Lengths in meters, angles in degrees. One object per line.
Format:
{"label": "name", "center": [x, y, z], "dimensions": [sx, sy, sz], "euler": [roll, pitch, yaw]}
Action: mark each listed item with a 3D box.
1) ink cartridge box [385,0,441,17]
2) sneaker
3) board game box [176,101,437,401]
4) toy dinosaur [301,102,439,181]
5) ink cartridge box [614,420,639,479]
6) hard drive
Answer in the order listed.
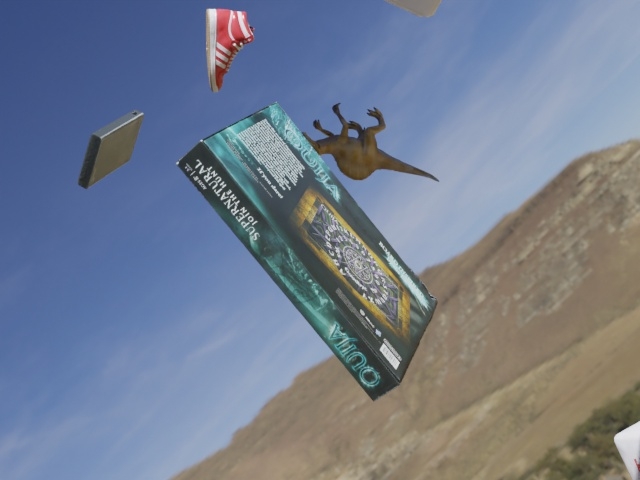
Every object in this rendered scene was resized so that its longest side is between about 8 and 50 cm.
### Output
{"label": "ink cartridge box", "center": [0.089, -0.367, 0.892], "dimensions": [0.100, 0.172, 0.237], "euler": [-74, 10, -47]}
{"label": "sneaker", "center": [-0.124, -0.262, 1.259], "dimensions": [0.067, 0.042, 0.118], "euler": [-4, -56, -12]}
{"label": "board game box", "center": [0.000, 0.000, 0.589], "dimensions": [0.026, 0.186, 0.126], "euler": [-37, 3, 26]}
{"label": "toy dinosaur", "center": [0.052, -0.112, 1.110], "dimensions": [0.183, 0.093, 0.053], "euler": [12, -28, -20]}
{"label": "ink cartridge box", "center": [0.390, 0.222, 0.729], "dimensions": [0.117, 0.201, 0.278], "euler": [-22, -8, -17]}
{"label": "hard drive", "center": [-0.329, -0.145, 1.427], "dimensions": [0.094, 0.022, 0.135], "euler": [-65, -6, 29]}
